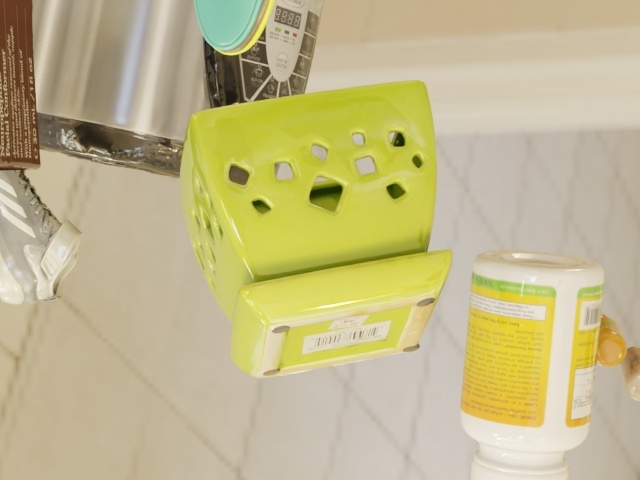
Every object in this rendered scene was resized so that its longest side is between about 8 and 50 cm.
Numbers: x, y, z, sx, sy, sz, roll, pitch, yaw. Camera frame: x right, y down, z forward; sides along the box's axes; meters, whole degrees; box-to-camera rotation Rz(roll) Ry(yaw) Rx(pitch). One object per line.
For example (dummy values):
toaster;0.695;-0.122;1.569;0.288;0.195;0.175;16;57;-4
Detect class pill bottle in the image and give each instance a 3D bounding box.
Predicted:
pill bottle;0.215;0.140;1.930;0.136;0.136;0.246;-12;108;-64

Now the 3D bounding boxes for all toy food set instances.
toy food set;0.414;0.126;2.071;0.104;0.232;0.111;-84;166;-74

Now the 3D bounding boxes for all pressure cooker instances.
pressure cooker;-0.194;-0.289;2.301;0.370;0.375;0.420;-170;-88;-78

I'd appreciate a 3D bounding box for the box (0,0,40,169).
box;-0.393;-0.161;1.785;0.381;0.143;0.191;-11;98;-78

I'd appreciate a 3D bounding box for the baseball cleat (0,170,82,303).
baseball cleat;-0.314;-0.034;2.031;0.072;0.109;0.206;-57;143;-77

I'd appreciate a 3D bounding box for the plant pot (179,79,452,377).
plant pot;0.000;0.000;1.742;0.227;0.228;0.207;104;-26;-67

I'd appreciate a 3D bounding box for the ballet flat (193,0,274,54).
ballet flat;-0.053;-0.259;1.421;0.077;0.077;0.231;-17;107;-60
